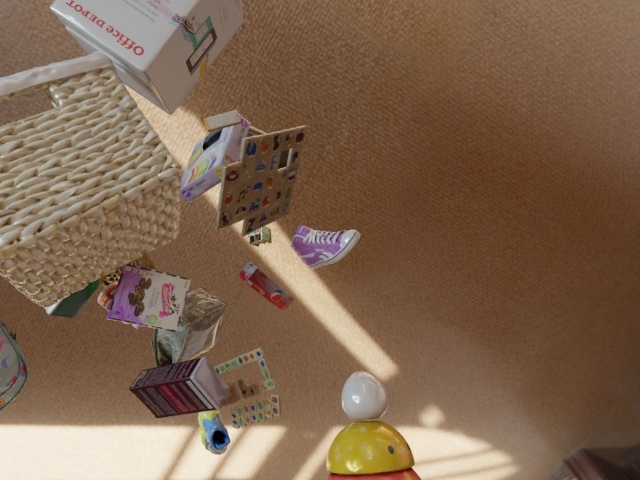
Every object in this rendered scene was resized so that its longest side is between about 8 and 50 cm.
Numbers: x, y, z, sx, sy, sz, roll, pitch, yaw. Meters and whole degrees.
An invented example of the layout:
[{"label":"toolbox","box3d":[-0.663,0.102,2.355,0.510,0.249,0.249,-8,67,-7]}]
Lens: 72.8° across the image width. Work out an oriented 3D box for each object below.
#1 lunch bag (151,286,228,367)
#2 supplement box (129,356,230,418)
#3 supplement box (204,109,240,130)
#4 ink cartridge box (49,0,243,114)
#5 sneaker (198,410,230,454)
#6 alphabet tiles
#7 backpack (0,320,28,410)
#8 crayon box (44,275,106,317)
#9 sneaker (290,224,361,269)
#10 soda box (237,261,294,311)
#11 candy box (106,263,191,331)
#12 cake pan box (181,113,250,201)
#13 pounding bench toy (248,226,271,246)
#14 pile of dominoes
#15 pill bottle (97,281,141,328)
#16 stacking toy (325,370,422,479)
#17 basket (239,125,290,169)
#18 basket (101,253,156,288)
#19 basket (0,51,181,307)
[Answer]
[{"label":"lunch bag","box3d":[-0.507,0.354,1.659,0.169,0.235,0.287,28,114,18]},{"label":"supplement box","box3d":[-0.379,0.400,1.169,0.239,0.073,0.130,-17,116,24]},{"label":"supplement box","box3d":[-0.290,-0.353,1.285,0.098,0.062,0.036,-19,101,-11]},{"label":"ink cartridge box","box3d":[-0.311,-0.432,0.836,0.198,0.197,0.270,34,82,-1]},{"label":"sneaker","box3d":[-0.343,0.660,1.429,0.091,0.126,0.240,-22,126,-21]},{"label":"alphabet tiles","box3d":[-0.108,-0.104,0.806,0.009,0.237,0.198,26,120,20]},{"label":"backpack","box3d":[-0.528,0.186,0.628,0.144,0.166,0.188,11,128,26]},{"label":"crayon box","box3d":[-0.664,0.024,1.204,0.323,0.203,0.083,-52,155,1]},{"label":"sneaker","box3d":[-0.001,0.001,1.484,0.161,0.102,0.282,46,136,-15]},{"label":"soda box","box3d":[-0.238,0.207,1.918,0.083,0.092,0.263,-51,126,-9]},{"label":"candy box","box3d":[-0.505,0.172,1.288,0.196,0.070,0.164,17,72,-21]},{"label":"cake pan box","box3d":[-0.364,-0.287,1.488,0.246,0.266,0.070,-20,135,33]},{"label":"pounding bench toy","box3d":[-0.205,-0.028,1.448,0.065,0.083,0.052,-14,160,28]},{"label":"pile of dominoes","box3d":[-0.221,0.432,1.233,0.251,0.040,0.196,-31,79,36]},{"label":"pill bottle","box3d":[-0.612,0.206,1.363,0.152,0.086,0.086,37,103,2]},{"label":"stacking toy","box3d":[0.116,0.555,1.019,0.351,0.350,0.479,-3,70,-7]},{"label":"basket","box3d":[-0.203,-0.335,1.694,0.227,0.204,0.154,15,139,-19]},{"label":"basket","box3d":[-0.765,0.096,1.617,0.223,0.213,0.299,-20,129,-12]},{"label":"basket","box3d":[-0.456,-0.089,0.784,0.328,0.331,0.266,-34,84,-28]}]
